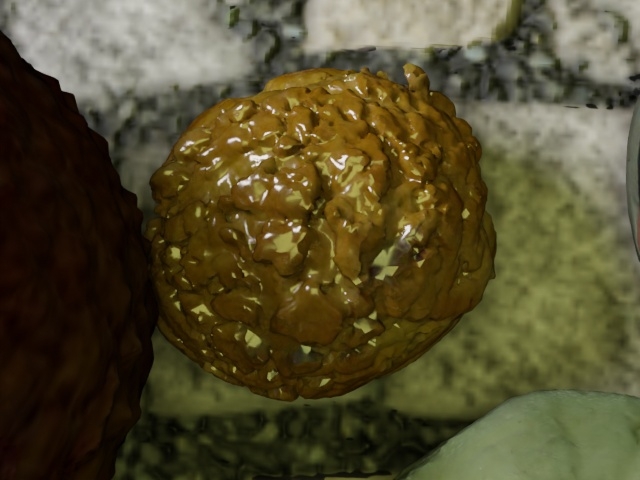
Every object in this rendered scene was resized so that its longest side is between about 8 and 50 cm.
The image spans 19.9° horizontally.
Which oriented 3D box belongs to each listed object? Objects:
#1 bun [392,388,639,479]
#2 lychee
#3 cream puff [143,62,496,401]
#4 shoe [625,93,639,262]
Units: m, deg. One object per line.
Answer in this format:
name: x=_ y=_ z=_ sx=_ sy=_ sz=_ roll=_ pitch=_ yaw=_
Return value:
bun: x=0.098 y=0.153 z=0.695 sx=0.195 sy=0.118 sz=0.195 roll=0 pitch=84 yaw=0
lychee: x=-0.182 y=0.028 z=0.636 sx=0.261 sy=0.260 sz=0.260 roll=0 pitch=88 yaw=1
cream puff: x=-0.002 y=-0.003 z=0.708 sx=0.144 sy=0.103 sz=0.126 roll=-24 pitch=89 yaw=5
shoe: x=0.220 y=0.042 z=0.686 sx=0.114 sy=0.137 sz=0.291 roll=-38 pitch=87 yaw=-2
